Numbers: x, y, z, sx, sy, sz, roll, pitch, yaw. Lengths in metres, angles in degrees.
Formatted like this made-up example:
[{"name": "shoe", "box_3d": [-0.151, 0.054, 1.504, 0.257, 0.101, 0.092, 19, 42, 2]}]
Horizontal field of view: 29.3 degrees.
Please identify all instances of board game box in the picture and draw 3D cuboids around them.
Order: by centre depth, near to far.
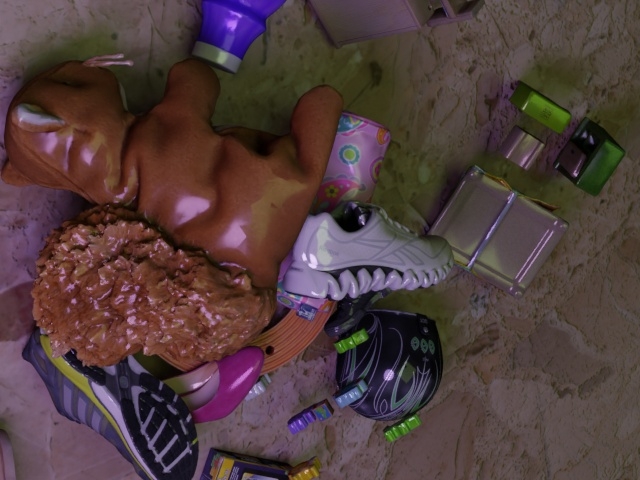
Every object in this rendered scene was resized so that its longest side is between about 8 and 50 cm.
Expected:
[{"name": "board game box", "box_3d": [-0.123, 0.406, 1.826, 0.141, 0.048, 0.170, 19, 92, -30]}]

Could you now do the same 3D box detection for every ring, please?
[{"name": "ring", "box_3d": [-0.122, 0.032, 1.731, 0.337, 0.032, 0.336, -3, 98, -24]}]

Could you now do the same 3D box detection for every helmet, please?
[{"name": "helmet", "box_3d": [0.104, 0.192, 1.852, 0.169, 0.169, 0.161, 15, 77, -32]}]

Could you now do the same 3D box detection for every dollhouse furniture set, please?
[{"name": "dollhouse furniture set", "box_3d": [0.113, -0.397, 1.751, 0.242, 0.161, 0.212, -53, 124, -35]}, {"name": "dollhouse furniture set", "box_3d": [0.310, -0.084, 1.957, 0.198, 0.151, 0.301, 29, 104, -12]}]

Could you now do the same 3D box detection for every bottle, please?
[{"name": "bottle", "box_3d": [-0.089, -0.365, 1.638, 0.118, 0.092, 0.282, 22, 90, -32]}]

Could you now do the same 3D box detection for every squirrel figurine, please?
[{"name": "squirrel figurine", "box_3d": [-0.220, -0.044, 1.492, 0.371, 0.281, 0.396, 20, 68, -14]}]

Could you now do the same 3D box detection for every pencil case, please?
[{"name": "pencil case", "box_3d": [0.000, -0.039, 1.662, 0.124, 0.124, 0.284, 21, 90, -32]}]

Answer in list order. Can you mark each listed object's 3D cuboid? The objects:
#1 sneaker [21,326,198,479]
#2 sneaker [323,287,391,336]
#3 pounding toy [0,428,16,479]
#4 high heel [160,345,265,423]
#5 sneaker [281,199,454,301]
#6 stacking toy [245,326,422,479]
[{"name": "sneaker", "box_3d": [-0.276, 0.215, 1.619, 0.300, 0.121, 0.111, 54, 45, -6]}, {"name": "sneaker", "box_3d": [0.052, 0.052, 1.729, 0.170, 0.051, 0.089, -39, 106, -16]}, {"name": "pounding toy", "box_3d": [-0.477, 0.326, 1.553, 0.155, 0.154, 0.269, 5, 118, -31]}, {"name": "high heel", "box_3d": [-0.192, 0.202, 1.671, 0.244, 0.082, 0.117, -34, 133, 26]}, {"name": "sneaker", "box_3d": [0.075, 0.006, 1.594, 0.292, 0.110, 0.118, -6, 101, -47]}, {"name": "stacking toy", "box_3d": [0.012, 0.240, 1.782, 0.221, 0.052, 0.167, -29, 97, 14]}]
